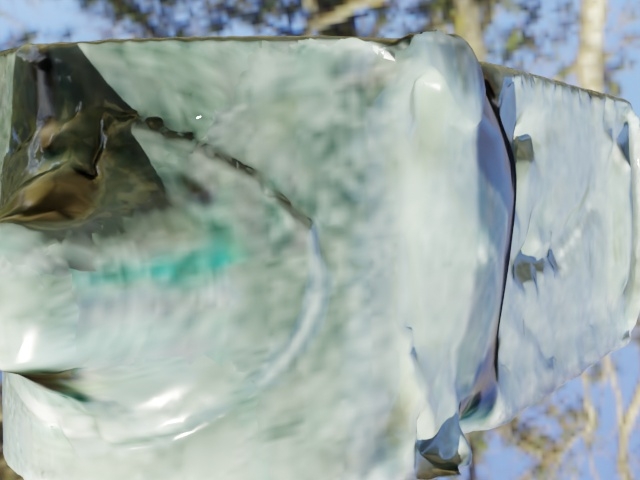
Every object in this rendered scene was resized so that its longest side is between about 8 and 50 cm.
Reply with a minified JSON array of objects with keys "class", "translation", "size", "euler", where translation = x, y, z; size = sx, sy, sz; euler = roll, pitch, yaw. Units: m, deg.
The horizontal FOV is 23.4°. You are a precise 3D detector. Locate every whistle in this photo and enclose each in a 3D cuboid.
[{"class":"whistle","translation":[0.028,0.001,0.656],"size":[0.404,0.168,0.188],"euler":[-4,-175,-30]}]
